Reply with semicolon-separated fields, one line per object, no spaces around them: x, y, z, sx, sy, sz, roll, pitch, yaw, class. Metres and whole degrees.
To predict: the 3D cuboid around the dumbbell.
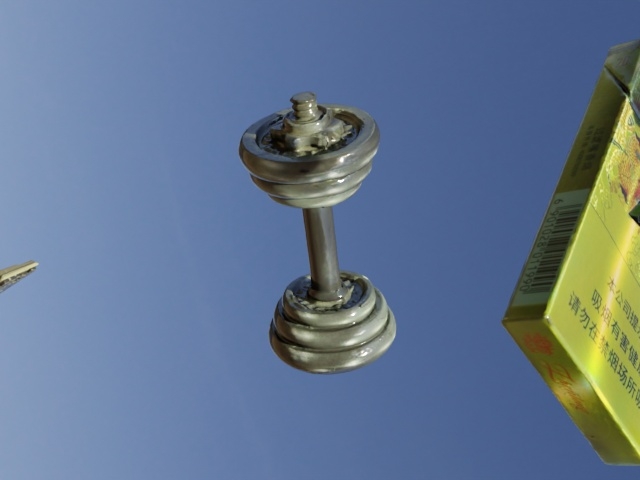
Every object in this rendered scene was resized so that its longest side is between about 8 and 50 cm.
0.000;0.000;1.420;0.179;0.179;0.406;37;-39;50;dumbbell

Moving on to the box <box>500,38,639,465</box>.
0.244;0.001;0.873;0.043;0.311;0.173;-10;-51;41;box

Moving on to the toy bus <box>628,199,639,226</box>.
0.213;-0.012;0.617;0.037;0.031;0.083;-53;-157;-8;toy bus

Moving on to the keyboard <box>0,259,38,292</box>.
-0.312;0.053;1.003;0.129;0.049;0.015;-30;-94;31;keyboard
